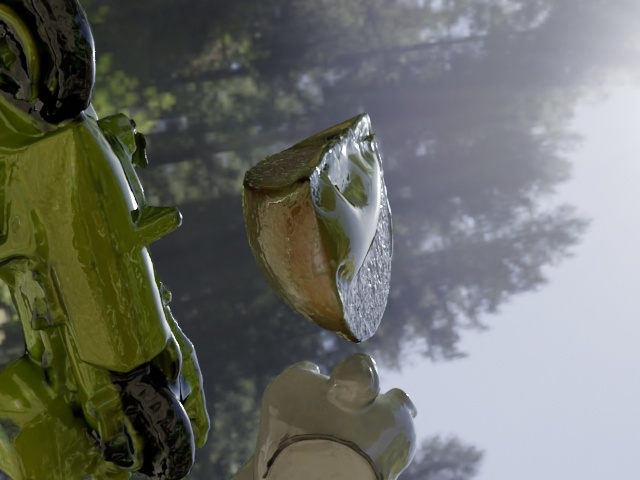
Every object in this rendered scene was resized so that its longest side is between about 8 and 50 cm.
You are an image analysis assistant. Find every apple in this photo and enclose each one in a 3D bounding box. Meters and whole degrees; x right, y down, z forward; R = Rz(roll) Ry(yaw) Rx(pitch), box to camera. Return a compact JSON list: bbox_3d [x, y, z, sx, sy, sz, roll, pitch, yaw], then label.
[{"bbox_3d":[0.000,0.000,1.286,0.120,0.265,0.193,-9,-74,16],"label":"apple"}]

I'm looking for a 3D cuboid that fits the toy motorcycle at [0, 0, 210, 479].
[{"bbox_3d":[-0.169,-0.006,0.832,0.206,0.142,0.342,26,-46,53],"label":"toy motorcycle"}]

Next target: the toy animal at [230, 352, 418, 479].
[{"bbox_3d":[-0.036,0.254,1.352,0.325,0.154,0.208,-37,-80,19],"label":"toy animal"}]
